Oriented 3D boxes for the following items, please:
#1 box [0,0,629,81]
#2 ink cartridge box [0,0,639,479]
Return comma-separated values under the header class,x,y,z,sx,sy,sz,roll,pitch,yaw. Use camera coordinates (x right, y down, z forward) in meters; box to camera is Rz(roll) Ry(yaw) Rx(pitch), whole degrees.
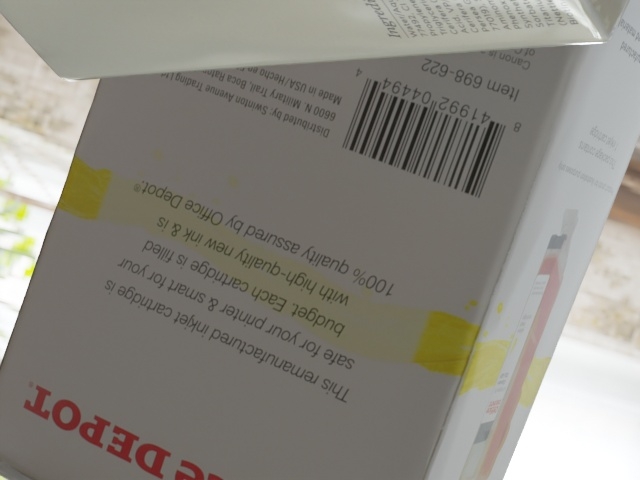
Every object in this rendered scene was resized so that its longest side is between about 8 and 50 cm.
class,x,y,z,sx,sy,sz,roll,pitch,yaw
box,-0.017,-0.132,0.550,0.275,0.113,0.094,3,-126,39
ink cartridge box,0.000,0.000,0.870,0.160,0.279,0.385,12,99,-64
